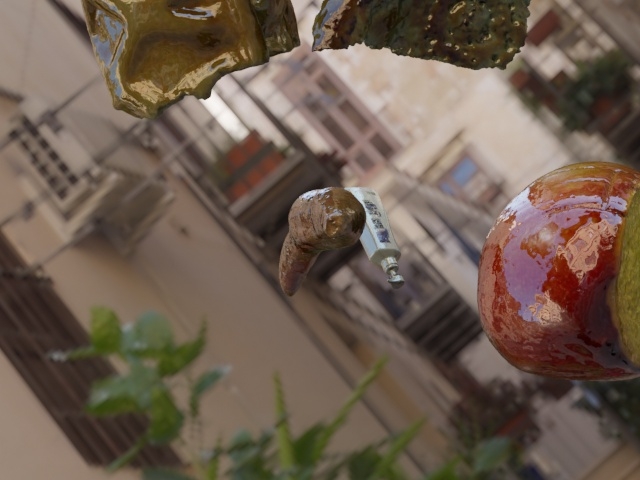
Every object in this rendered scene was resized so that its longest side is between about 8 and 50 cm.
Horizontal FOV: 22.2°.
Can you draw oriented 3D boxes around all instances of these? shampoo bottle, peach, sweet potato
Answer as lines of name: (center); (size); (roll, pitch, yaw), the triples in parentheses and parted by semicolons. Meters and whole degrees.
shampoo bottle: (0.066, -0.002, 1.844); (0.034, 0.141, 0.049); (-41, -39, 25)
peach: (0.287, 0.050, 1.792); (0.245, 0.248, 0.275); (-34, 0, 24)
sweet potato: (0.000, -0.010, 1.517); (0.058, 0.078, 0.255); (6, -14, -12)

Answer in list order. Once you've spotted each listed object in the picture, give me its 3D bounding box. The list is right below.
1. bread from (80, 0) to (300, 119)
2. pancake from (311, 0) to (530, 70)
bread: (-0.145, -0.276, 1.706); (0.196, 0.252, 0.238); (-19, 8, 29)
pancake: (0.156, -0.259, 1.614); (0.377, 0.197, 0.054); (-28, 18, -11)
